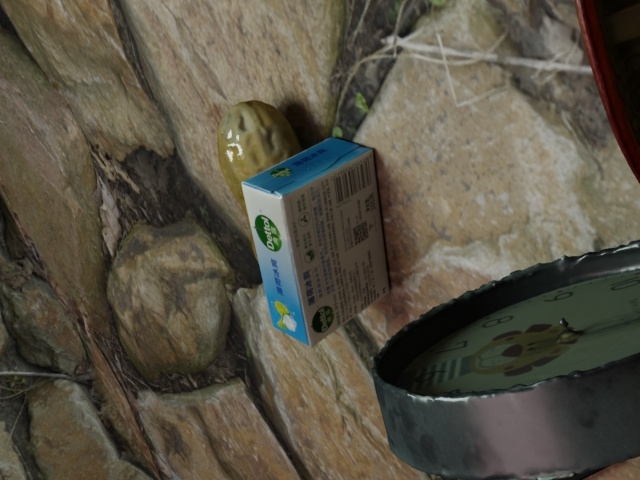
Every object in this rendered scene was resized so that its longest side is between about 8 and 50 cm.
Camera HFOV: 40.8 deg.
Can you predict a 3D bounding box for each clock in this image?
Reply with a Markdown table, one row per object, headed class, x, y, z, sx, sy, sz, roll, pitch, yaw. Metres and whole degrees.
| class | x | y | z | sx | sy | sz | roll | pitch | yaw |
| --- | --- | --- | --- | --- | --- | --- | --- | --- | --- |
| clock | 0.185 | 0.076 | 0.641 | 0.313 | 0.313 | 0.061 | -10 | 102 | 55 |

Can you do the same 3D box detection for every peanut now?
| class | x | y | z | sx | sy | sz | roll | pitch | yaw |
| --- | --- | --- | --- | --- | --- | --- | --- | --- | --- |
| peanut | -0.052 | -0.048 | 1.044 | 0.101 | 0.117 | 0.263 | -13 | 114 | 13 |

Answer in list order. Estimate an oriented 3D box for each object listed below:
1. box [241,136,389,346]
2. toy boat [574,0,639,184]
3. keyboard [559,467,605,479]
| class | x | y | z | sx | sy | sz | roll | pitch | yaw |
| --- | --- | --- | --- | --- | --- | --- | --- | --- | --- |
| box | 0.001 | 0.001 | 0.976 | 0.073 | 0.139 | 0.194 | 22 | 132 | 43 |
| toy boat | 0.215 | -0.209 | 0.562 | 0.079 | 0.136 | 0.392 | -119 | 9 | -71 |
| keyboard | 0.235 | 0.237 | 0.967 | 0.106 | 0.016 | 0.262 | 50 | 145 | 14 |
